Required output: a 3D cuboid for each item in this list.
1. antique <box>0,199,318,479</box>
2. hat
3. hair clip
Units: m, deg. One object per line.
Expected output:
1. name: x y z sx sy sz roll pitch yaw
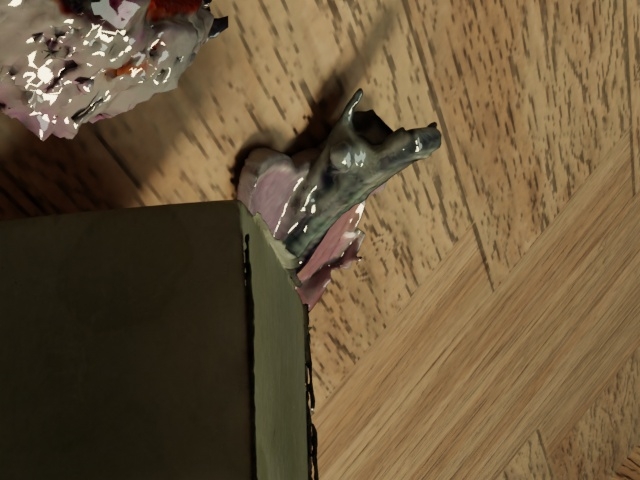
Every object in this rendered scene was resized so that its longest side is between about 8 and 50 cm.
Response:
1. antique: -0.078 0.076 0.735 0.152 0.148 0.146 65 20 -71
2. hat: -0.131 -0.050 0.536 0.227 0.129 0.140 -40 -172 19
3. hair clip: -0.006 -0.006 0.962 0.146 0.056 0.187 -29 159 -51
